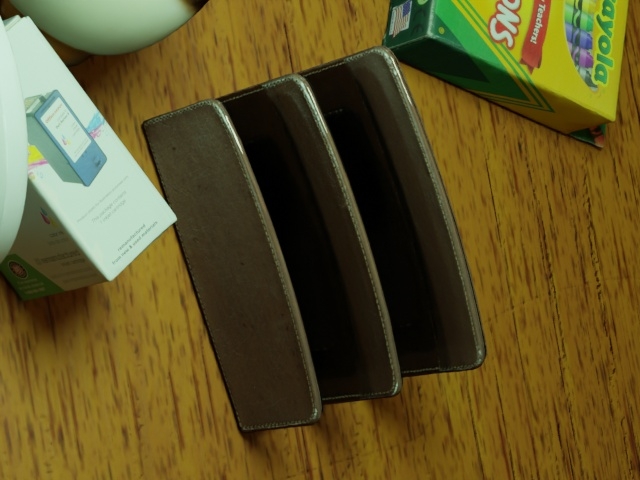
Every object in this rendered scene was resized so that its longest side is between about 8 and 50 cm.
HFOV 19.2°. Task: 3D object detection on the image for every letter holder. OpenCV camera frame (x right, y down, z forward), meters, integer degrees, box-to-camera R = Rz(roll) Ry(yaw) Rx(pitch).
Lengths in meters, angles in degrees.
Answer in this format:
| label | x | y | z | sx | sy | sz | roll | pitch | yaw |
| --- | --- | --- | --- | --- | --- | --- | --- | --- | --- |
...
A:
| label | x | y | z | sx | sy | sz | roll | pitch | yaw |
| --- | --- | --- | --- | --- | --- | --- | --- | --- | --- |
| letter holder | 0.000 | 0.000 | 1.693 | 0.152 | 0.214 | 0.302 | -21 | 95 | -39 |

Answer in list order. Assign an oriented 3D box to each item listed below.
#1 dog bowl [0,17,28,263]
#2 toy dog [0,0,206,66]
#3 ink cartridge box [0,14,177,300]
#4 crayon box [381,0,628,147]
| label | x | y | z | sx | sy | sz | roll | pitch | yaw |
| --- | --- | --- | --- | --- | --- | --- | --- | --- | --- |
| dog bowl | -0.328 | -0.091 | 1.421 | 0.104 | 0.265 | 0.265 | -12 | 89 | -36 |
| toy dog | -0.216 | -0.341 | 1.510 | 0.408 | 0.284 | 0.395 | 54 | 19 | -27 |
| ink cartridge box | -0.243 | -0.064 | 1.553 | 0.093 | 0.154 | 0.212 | -45 | 110 | -33 |
| crayon box | 0.221 | -0.244 | 1.994 | 0.318 | 0.081 | 0.202 | 20 | 70 | -35 |
